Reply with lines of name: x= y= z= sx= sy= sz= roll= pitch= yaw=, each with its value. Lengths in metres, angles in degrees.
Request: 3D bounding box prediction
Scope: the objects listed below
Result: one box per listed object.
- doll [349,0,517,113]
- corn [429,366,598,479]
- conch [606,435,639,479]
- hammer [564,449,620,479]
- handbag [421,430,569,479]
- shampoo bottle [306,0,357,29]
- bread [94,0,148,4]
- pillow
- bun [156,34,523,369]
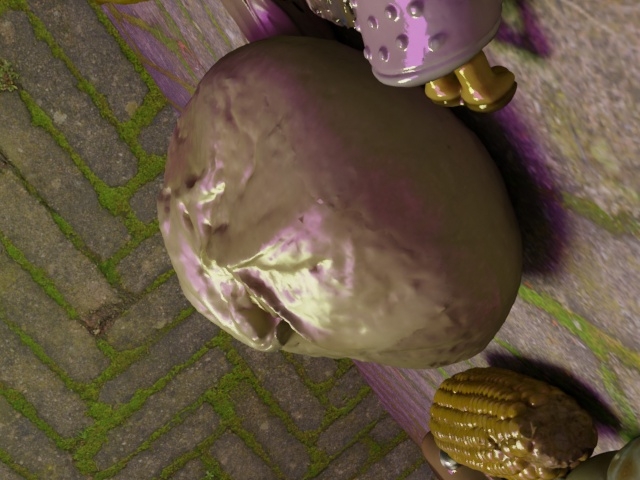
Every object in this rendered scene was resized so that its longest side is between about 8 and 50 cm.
doll: x=0.041 y=-0.155 z=0.393 sx=0.129 sy=0.081 sz=0.207 roll=28 pitch=153 yaw=54
corn: x=0.213 y=0.216 z=0.892 sx=0.130 sy=0.130 sz=0.347 roll=52 pitch=171 yaw=4
conch: x=0.277 y=0.204 z=0.577 sx=0.116 sy=0.106 sz=0.173 roll=29 pitch=150 yaw=19
hammer: x=0.322 y=0.306 z=0.773 sx=0.305 sy=0.113 sz=0.202 roll=32 pitch=-142 yaw=-73
handbag: x=0.282 y=0.368 z=1.115 sx=0.302 sy=0.149 sz=0.283 roll=48 pitch=174 yaw=40
shampoo bottle: x=-0.012 y=-0.230 z=0.435 sx=0.086 sy=0.056 sz=0.227 roll=38 pitch=165 yaw=39
bread: x=-0.133 y=-0.286 z=0.464 sx=0.257 sy=0.186 sz=0.124 roll=72 pitch=176 yaw=-57
pillow: x=-0.049 y=-0.216 z=0.680 sx=0.173 sy=0.067 sz=0.270 roll=35 pitch=164 yaw=51
bun: x=0.000 y=0.000 z=0.665 sx=0.361 sy=0.213 sz=0.361 roll=30 pitch=161 yaw=11
